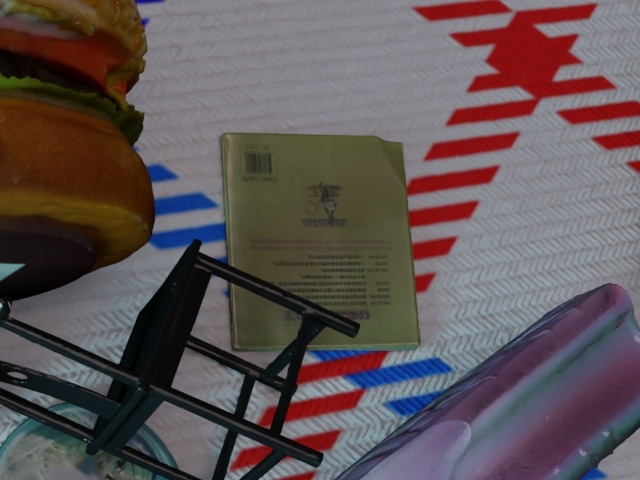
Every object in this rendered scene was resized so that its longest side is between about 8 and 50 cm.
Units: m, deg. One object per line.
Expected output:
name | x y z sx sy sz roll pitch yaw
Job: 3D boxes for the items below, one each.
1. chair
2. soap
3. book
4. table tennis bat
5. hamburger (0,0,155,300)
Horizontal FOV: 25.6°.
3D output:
chair | -0.127 0.091 1.067 0.260 0.154 0.141 26 54 -12
soap | 0.112 0.179 1.104 0.324 0.193 0.109 -37 86 -22
book | 0.000 0.000 1.214 0.168 0.013 0.192 1 75 -17
table tennis bat | -0.148 0.223 1.096 0.237 0.038 0.149 34 63 -3
hamburger | -0.279 -0.092 0.996 0.330 0.330 0.250 -5 76 -18
